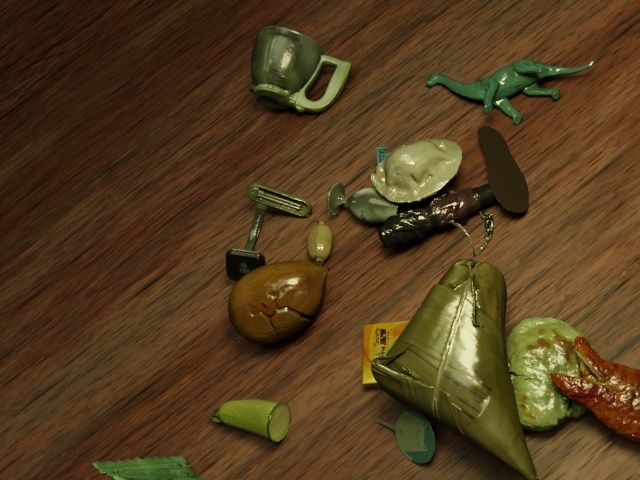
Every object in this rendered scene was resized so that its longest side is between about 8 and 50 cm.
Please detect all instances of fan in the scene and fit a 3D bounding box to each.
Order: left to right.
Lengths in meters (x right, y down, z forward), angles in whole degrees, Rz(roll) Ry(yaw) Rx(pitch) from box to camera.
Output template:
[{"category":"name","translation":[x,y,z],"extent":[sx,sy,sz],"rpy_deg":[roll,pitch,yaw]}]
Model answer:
[{"category":"fan","translation":[0.183,0.420,1.370],"extent":[0.175,0.005,0.113],"rpy_deg":[7,97,49]}]

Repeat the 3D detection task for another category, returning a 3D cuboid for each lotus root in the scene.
[{"category":"lotus root","translation":[0.000,0.000,1.745],"extent":[0.073,0.062,0.151],"rpy_deg":[-10,56,19]}]

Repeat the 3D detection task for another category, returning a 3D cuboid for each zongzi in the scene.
[{"category":"zongzi","translation":[0.365,0.203,1.288],"extent":[0.418,0.181,0.447],"rpy_deg":[31,84,35]}]

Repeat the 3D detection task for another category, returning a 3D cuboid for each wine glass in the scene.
[{"category":"wine glass","translation":[0.130,-0.097,1.727],"extent":[0.222,0.103,0.103],"rpy_deg":[12,64,32]}]

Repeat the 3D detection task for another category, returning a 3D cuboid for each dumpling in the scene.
[{"category":"dumpling","translation":[0.258,-0.181,1.634],"extent":[0.247,0.142,0.173],"rpy_deg":[-27,58,6]}]

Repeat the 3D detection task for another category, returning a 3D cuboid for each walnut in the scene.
[{"category":"walnut","translation":[-0.102,0.148,1.597],"extent":[0.297,0.203,0.203],"rpy_deg":[-34,49,17]}]

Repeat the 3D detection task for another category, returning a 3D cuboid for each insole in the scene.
[{"category":"insole","translation":[0.481,-0.194,1.652],"extent":[0.111,0.007,0.328],"rpy_deg":[6,49,-13]}]

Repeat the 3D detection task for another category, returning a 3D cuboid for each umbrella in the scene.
[{"category":"umbrella","translation":[0.303,-0.065,1.620],"extent":[0.325,0.094,0.090],"rpy_deg":[-21,66,-2]}]

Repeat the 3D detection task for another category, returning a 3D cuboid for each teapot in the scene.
[{"category":"teapot","translation":[-0.092,-0.547,2.112],"extent":[0.239,0.321,0.240],"rpy_deg":[-11,61,69]}]

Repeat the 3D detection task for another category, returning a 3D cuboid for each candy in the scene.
[{"category":"candy","translation":[-0.290,0.584,1.350],"extent":[0.397,0.263,0.172],"rpy_deg":[32,88,37]}]

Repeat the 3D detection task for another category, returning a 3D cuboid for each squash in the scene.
[{"category":"squash","translation":[-0.185,0.435,1.528],"extent":[0.224,0.094,0.094],"rpy_deg":[-4,56,31]}]

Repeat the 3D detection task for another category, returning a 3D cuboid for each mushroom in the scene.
[{"category":"mushroom","translation":[0.342,-0.153,1.685],"extent":[0.129,0.073,0.088],"rpy_deg":[15,24,26]}]

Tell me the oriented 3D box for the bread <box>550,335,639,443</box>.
[{"category":"bread","translation":[0.588,0.299,1.204],"extent":[0.268,0.095,0.139],"rpy_deg":[32,68,13]}]

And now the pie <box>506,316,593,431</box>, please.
[{"category":"pie","translation":[0.472,0.277,1.311],"extent":[0.200,0.090,0.248],"rpy_deg":[12,67,28]}]

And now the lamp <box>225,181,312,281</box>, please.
[{"category":"lamp","translation":[-0.146,-0.010,1.811],"extent":[0.203,0.125,0.283],"rpy_deg":[10,58,8]}]

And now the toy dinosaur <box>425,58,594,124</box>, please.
[{"category":"toy dinosaur","translation":[0.531,-0.491,1.822],"extent":[0.383,0.129,0.331],"rpy_deg":[-27,42,5]}]

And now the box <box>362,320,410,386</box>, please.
[{"category":"box","translation":[0.232,0.261,1.464],"extent":[0.269,0.043,0.153],"rpy_deg":[-8,56,21]}]

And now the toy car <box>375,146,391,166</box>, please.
[{"category":"toy car","translation":[0.234,-0.212,1.757],"extent":[0.161,0.098,0.126],"rpy_deg":[-10,56,21]}]
